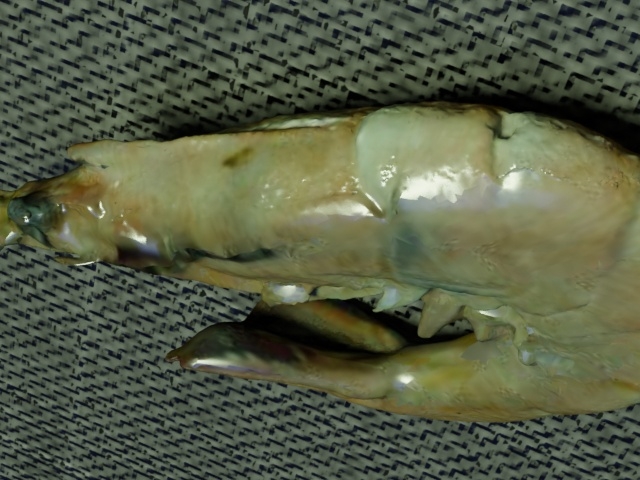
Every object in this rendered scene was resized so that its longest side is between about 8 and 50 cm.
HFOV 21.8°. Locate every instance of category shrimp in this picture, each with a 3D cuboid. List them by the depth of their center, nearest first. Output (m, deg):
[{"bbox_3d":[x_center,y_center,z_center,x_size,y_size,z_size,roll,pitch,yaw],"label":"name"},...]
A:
[{"bbox_3d":[0.008,0.011,0.545,0.254,0.059,0.145,-4,139,25],"label":"shrimp"}]
